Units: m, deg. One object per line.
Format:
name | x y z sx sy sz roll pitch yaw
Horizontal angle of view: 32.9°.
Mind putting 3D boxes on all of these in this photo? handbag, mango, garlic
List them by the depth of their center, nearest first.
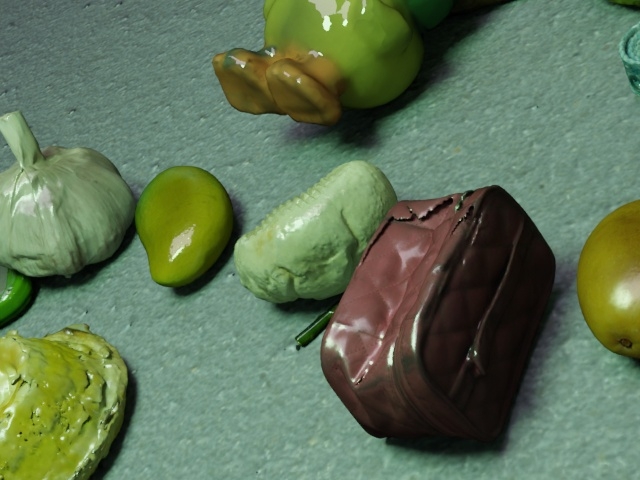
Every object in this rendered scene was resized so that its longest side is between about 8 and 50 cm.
mango | 0.265 0.022 0.906 0.102 0.085 0.184 -16 33 25
handbag | 0.106 0.063 0.935 0.135 0.146 0.225 -6 44 44
mango | -0.163 -0.020 1.326 0.122 0.085 0.191 -25 44 -3
garlic | -0.362 -0.072 1.419 0.218 0.212 0.218 -8 36 6

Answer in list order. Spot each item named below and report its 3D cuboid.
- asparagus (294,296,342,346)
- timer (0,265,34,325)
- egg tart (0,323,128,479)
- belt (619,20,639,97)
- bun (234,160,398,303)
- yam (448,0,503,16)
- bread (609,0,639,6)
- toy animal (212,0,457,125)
asparagus | 0.039 0.054 1.118 0.163 0.016 0.016 -38 8 -5
timer | -0.447 0.071 1.479 0.128 0.047 0.140 -30 34 9
egg tart | -0.357 0.198 1.182 0.315 0.120 0.315 -22 36 17
belt | 0.440 -0.247 1.095 0.302 0.072 0.087 -33 36 2
bun | 0.000 0.000 1.139 0.188 0.111 0.164 -36 10 -5
yam | 0.146 -0.311 1.450 0.327 0.045 0.045 -12 71 32
bread | 0.381 -0.443 1.176 0.348 0.308 0.348 -17 36 13
toy animal | 0.047 -0.269 1.344 0.216 0.191 0.338 18 64 45
